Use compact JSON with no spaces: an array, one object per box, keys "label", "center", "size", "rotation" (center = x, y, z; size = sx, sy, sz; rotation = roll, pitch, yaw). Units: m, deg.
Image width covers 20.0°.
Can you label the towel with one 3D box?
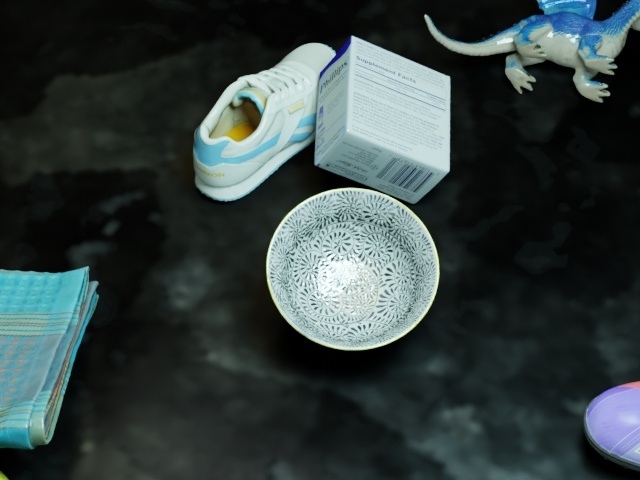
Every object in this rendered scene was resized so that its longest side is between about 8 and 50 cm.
[{"label":"towel","center":[-0.419,0.101,1.752],"size":[0.370,0.040,0.271],"rotation":[3,33,3]}]

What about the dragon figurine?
[{"label":"dragon figurine","center":[0.263,-0.241,2.026],"size":[0.289,0.085,0.144],"rotation":[7,53,5]}]

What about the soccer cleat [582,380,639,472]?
[{"label":"soccer cleat","center":[0.409,0.158,1.705],"size":[0.318,0.116,0.109],"rotation":[3,53,2]}]

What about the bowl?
[{"label":"bowl","center":[0.030,0.040,1.809],"size":[0.170,0.080,0.170],"rotation":[1,69,-2]}]

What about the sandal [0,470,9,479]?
[{"label":"sandal","center":[-0.440,0.251,1.658],"size":[0.317,0.126,0.138],"rotation":[1,90,-8]}]

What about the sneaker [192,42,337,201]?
[{"label":"sneaker","center":[-0.051,-0.143,1.950],"size":[0.087,0.092,0.229],"rotation":[27,57,21]}]

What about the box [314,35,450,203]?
[{"label":"box","center":[0.067,-0.128,1.921],"size":[0.126,0.072,0.137],"rotation":[21,50,-21]}]

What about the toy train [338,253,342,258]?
[{"label":"toy train","center":[0.000,0.000,1.884],"size":[0.017,0.024,0.083],"rotation":[-33,59,-22]}]
